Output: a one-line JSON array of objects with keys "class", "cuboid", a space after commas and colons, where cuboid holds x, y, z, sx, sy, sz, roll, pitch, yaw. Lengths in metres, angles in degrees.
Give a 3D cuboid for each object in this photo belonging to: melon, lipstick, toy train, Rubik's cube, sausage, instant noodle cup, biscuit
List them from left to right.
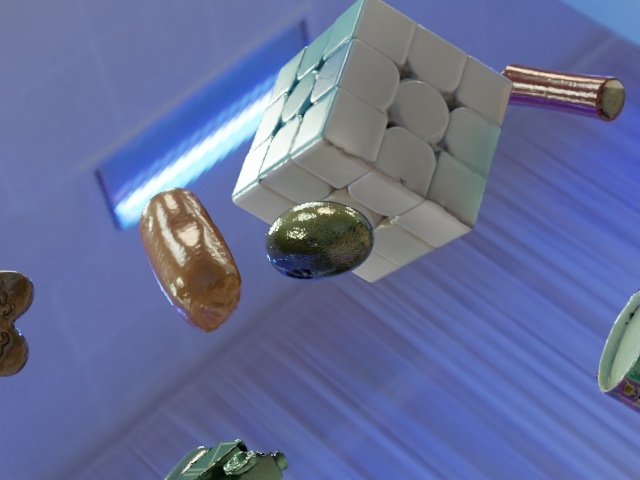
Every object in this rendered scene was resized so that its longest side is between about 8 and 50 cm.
[{"class": "biscuit", "cuboid": [-0.440, 0.090, 1.650, 0.039, 0.236, 0.179, 31, -120, -82]}, {"class": "sausage", "cuboid": [-0.158, 0.022, 1.761, 0.098, 0.238, 0.098, -13, -52, -17]}, {"class": "toy train", "cuboid": [-0.169, 0.389, 2.180, 0.269, 0.154, 0.115, -37, -76, -36]}, {"class": "melon", "cuboid": [0.000, 0.000, 1.779, 0.099, 0.162, 0.099, 8, -102, -40]}, {"class": "Rubik's cube", "cuboid": [0.082, -0.152, 2.298, 0.292, 0.291, 0.290, -32, 33, 54]}, {"class": "lipstick", "cuboid": [0.419, -0.260, 2.568, 0.080, 0.241, 0.080, -11, -72, -39]}, {"class": "instant noodle cup", "cuboid": [0.568, 0.189, 2.329, 0.251, 0.190, 0.251, -156, 90, -86]}]

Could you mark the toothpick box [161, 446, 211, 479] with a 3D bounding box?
[{"class": "toothpick box", "cuboid": [-0.211, 0.423, 2.364, 0.184, 0.120, 0.120, -53, -25, -41]}]
